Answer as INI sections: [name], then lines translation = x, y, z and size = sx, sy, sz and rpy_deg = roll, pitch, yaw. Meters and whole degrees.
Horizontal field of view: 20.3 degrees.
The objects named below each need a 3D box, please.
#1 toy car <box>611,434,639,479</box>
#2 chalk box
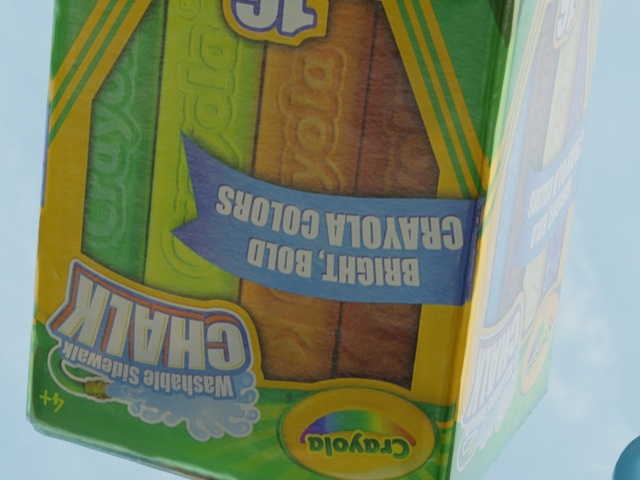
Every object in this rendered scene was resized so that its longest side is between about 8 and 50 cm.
[toy car]
translation = 0.175, 0.168, 0.413
size = 0.238, 0.210, 0.219
rpy_deg = 3, -113, -7
[chalk box]
translation = 0.000, 0.000, 0.538
size = 0.132, 0.132, 0.213
rpy_deg = 11, -73, 18
